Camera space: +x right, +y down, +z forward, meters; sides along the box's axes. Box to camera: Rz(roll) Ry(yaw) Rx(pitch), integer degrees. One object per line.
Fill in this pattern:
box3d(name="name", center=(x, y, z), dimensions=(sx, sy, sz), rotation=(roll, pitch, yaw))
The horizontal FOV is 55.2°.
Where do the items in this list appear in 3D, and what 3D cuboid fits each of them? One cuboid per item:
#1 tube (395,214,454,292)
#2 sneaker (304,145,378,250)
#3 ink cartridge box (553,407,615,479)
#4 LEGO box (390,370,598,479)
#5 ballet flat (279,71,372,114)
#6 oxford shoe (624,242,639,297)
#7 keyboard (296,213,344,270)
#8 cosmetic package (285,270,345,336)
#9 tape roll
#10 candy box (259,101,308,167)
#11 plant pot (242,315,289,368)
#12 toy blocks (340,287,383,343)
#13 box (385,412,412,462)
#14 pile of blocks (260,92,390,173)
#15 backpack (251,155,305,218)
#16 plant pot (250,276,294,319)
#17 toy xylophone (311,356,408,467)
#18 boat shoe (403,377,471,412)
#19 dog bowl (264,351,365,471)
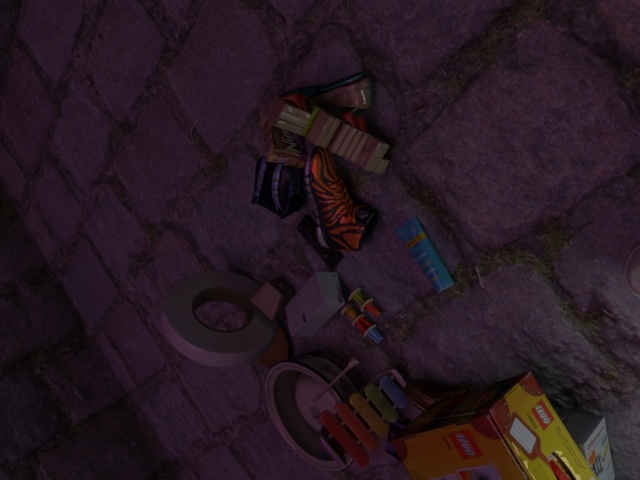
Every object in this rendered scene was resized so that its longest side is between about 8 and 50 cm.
box3d(name="tube", center=(0.280, 0.039, 1.632), dimensions=(0.080, 0.052, 0.207), rotation=(-40, 74, 36))
box3d(name="sneaker", center=(0.070, -0.114, 1.716), dimensions=(0.180, 0.124, 0.321), rotation=(10, 126, 36))
box3d(name="ink cartridge box", center=(0.614, 0.519, 1.478), dimensions=(0.127, 0.128, 0.176), rotation=(-2, 108, 47))
box3d(name="LEGO box", center=(0.452, 0.613, 1.450), dimensions=(0.372, 0.193, 0.500), rotation=(-39, 79, 50))
box3d(name="ballet flat", center=(0.008, -0.368, 1.655), dimensions=(0.315, 0.107, 0.106), rotation=(0, 123, 44))
box3d(name="oxford shoe", center=(0.759, 0.012, 1.105), dimensions=(0.449, 0.130, 0.169), rotation=(-28, 91, 48))
box3d(name="keyboard", center=(0.000, 0.000, 1.890), dimensions=(0.180, 0.023, 0.108), rotation=(49, 135, 13))
box3d(name="cosmetic package", center=(-0.021, 0.204, 1.934), dimensions=(0.231, 0.085, 0.117), rotation=(-53, 42, 44))
box3d(name="tape roll", center=(-0.334, 0.254, 2.060), dimensions=(0.392, 0.392, 0.072), rotation=(39, 131, 24))
box3d(name="candy box", center=(-0.104, -0.297, 1.726), dimensions=(0.053, 0.109, 0.187), rotation=(-51, 40, 44))
box3d(name="plant pot", center=(-0.194, 0.361, 2.238), dimensions=(0.236, 0.032, 0.237), rotation=(21, 123, 35))
box3d(name="toy blocks", center=(0.141, 0.230, 1.843), dimensions=(0.148, 0.054, 0.123), rotation=(42, 133, 21))
box3d(name="box", center=(0.267, 0.636, 1.936), dimensions=(0.116, 0.029, 0.162), rotation=(26, 124, 34))
box3d(name="pile of blocks", center=(0.032, -0.302, 1.587), dimensions=(0.362, 0.149, 0.113), rotation=(24, 111, -17))
box3d(name="backpack", center=(-0.124, -0.176, 1.854), dimensions=(0.158, 0.116, 0.173), rotation=(28, 127, 32))
box3d(name="plant pot", center=(-0.151, 0.187, 2.069), dimensions=(0.109, 0.109, 0.096), rotation=(38, 119, 24))
box3d(name="toy xylophone", center=(0.116, 0.503, 1.832), dimensions=(0.236, 0.323, 0.081), rotation=(43, 167, -5))
box3d(name="boat shoe", center=(0.379, 0.444, 1.693), dimensions=(0.307, 0.110, 0.105), rotation=(21, 118, 25))
box3d(name="dog bowl", center=(0.003, 0.557, 2.061), dimensions=(0.407, 0.150, 0.408), rotation=(19, 121, 35))
